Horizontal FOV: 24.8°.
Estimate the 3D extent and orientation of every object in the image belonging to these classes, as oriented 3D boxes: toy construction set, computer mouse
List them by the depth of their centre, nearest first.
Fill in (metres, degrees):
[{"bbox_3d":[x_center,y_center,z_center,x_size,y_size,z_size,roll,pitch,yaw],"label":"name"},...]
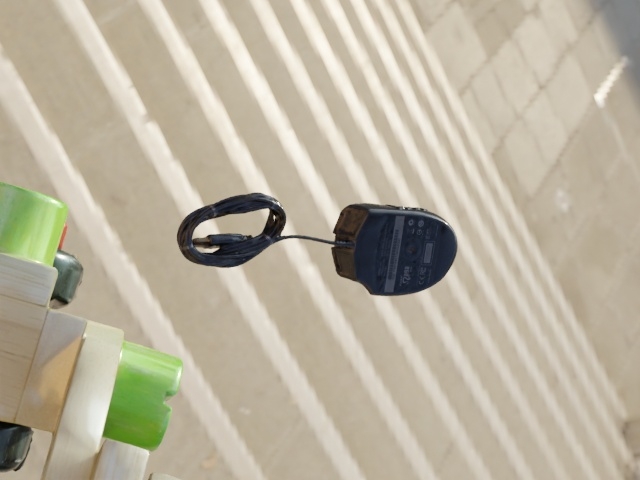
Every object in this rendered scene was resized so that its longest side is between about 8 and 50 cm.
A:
[{"bbox_3d":[-0.153,0.023,0.370,0.328,0.215,0.151,32,82,-7],"label":"toy construction set"},{"bbox_3d":[0.000,0.000,1.097,0.242,0.041,0.071,6,100,-31],"label":"computer mouse"}]
